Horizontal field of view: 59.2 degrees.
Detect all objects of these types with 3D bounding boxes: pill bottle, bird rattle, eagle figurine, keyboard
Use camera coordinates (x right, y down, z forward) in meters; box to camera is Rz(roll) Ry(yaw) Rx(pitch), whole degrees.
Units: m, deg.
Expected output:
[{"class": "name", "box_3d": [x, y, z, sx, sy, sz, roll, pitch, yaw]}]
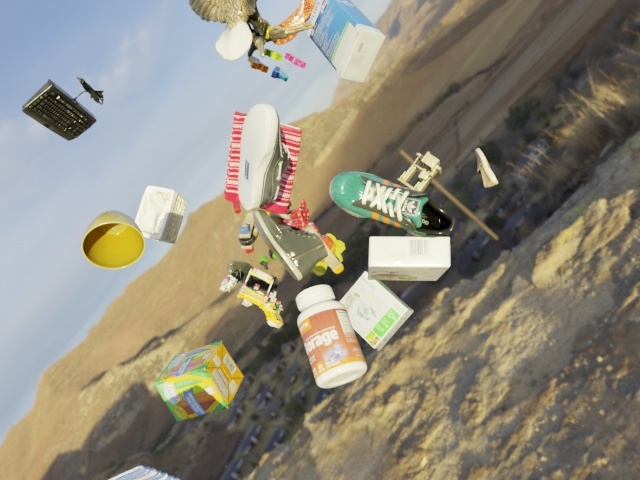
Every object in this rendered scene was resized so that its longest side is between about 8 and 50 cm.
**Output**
[{"class": "pill bottle", "box_3d": [0.017, 0.217, 1.295, 0.121, 0.216, 0.121, -16, -28, -9]}, {"class": "bird rattle", "box_3d": [0.000, 0.000, 1.773, 0.143, 0.253, 0.207, -31, 35, -4]}, {"class": "eagle figurine", "box_3d": [-0.185, -0.566, 1.238, 0.226, 0.298, 0.225, -31, 37, -3]}, {"class": "keyboard", "box_3d": [-0.765, -0.413, 1.733, 0.201, 0.033, 0.317, -47, -4, -4]}]

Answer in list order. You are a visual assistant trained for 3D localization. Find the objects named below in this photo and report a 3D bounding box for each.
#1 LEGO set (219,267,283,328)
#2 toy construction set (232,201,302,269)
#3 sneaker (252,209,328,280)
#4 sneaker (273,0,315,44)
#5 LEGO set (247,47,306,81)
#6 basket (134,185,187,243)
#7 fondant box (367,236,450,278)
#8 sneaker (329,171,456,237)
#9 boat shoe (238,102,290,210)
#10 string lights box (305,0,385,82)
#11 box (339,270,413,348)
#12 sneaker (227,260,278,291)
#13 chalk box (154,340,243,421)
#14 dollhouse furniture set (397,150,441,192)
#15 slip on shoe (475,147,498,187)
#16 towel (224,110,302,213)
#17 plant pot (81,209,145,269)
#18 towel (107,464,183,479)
[{"class": "LEGO set", "box_3d": [-0.190, 0.185, 1.888, 0.132, 0.287, 0.107, -11, 49, 44]}, {"class": "toy construction set", "box_3d": [-0.225, -0.105, 2.118, 0.257, 0.309, 0.237, -36, 41, 11]}, {"class": "sneaker", "box_3d": [-0.083, -0.012, 1.532, 0.118, 0.222, 0.083, -38, 7, -15]}, {"class": "sneaker", "box_3d": [-0.079, -0.668, 1.741, 0.175, 0.064, 0.067, -41, 9, 8]}, {"class": "LEGO set", "box_3d": [-0.169, -0.562, 1.745, 0.093, 0.227, 0.087, 49, 118, 42]}, {"class": "basket", "box_3d": [-0.513, -0.079, 1.823, 0.103, 0.113, 0.167, 37, -114, -67]}, {"class": "fondant box", "box_3d": [0.272, 0.064, 1.803, 0.330, 0.238, 0.096, 71, -160, -77]}, {"class": "sneaker", "box_3d": [0.171, -0.085, 1.274, 0.121, 0.302, 0.108, 0, 73, 70]}, {"class": "boat shoe", "box_3d": [-0.122, -0.195, 1.325, 0.102, 0.108, 0.301, -18, -37, -29]}, {"class": "string lights box", "box_3d": [0.057, -0.546, 1.483, 0.133, 0.076, 0.260, -61, 41, 36]}, {"class": "box", "box_3d": [0.239, 0.310, 2.516, 0.231, 0.262, 0.127, -50, -24, 8]}, {"class": "sneaker", "box_3d": [-0.278, 0.135, 2.092, 0.130, 0.227, 0.087, -2, 72, 42]}, {"class": "chalk box", "box_3d": [-0.461, 0.514, 2.033, 0.289, 0.180, 0.179, -22, 17, 19]}, {"class": "dollhouse furniture set", "box_3d": [0.289, -0.194, 1.805, 0.182, 0.101, 0.161, -53, -16, 2]}, {"class": "slip on shoe", "box_3d": [0.488, -0.218, 1.694, 0.041, 0.135, 0.051, -28, -27, 20]}, {"class": "towel", "box_3d": [-0.167, -0.210, 1.587, 0.031, 0.198, 0.275, -69, -6, -56]}, {"class": "plant pot", "box_3d": [-0.473, -0.016, 1.287, 0.134, 0.134, 0.095, -49, 40, 20]}, {"class": "towel", "box_3d": [-0.396, 0.672, 1.428, 0.243, 0.336, 0.040, -32, 36, 23]}]
